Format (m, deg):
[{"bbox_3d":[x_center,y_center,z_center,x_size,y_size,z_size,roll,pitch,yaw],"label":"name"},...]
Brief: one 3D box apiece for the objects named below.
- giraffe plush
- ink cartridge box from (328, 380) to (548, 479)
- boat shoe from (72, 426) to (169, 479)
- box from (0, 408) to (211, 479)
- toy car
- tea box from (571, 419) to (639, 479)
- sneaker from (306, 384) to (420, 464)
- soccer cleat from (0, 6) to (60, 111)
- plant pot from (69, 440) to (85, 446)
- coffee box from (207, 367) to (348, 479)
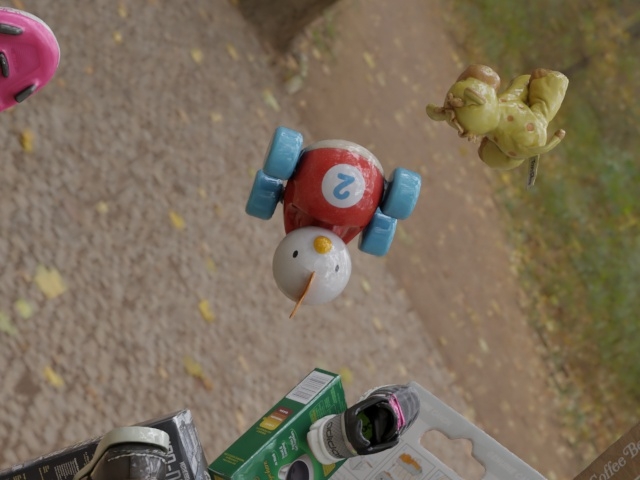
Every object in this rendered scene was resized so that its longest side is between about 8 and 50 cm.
[{"bbox_3d":[0.257,-0.194,2.037,0.170,0.181,0.210,26,42,-19],"label":"giraffe plush"},{"bbox_3d":[0.067,0.375,1.545,0.091,0.385,0.308,53,-11,-33],"label":"ink cartridge box"},{"bbox_3d":[-0.195,0.250,1.292,0.228,0.081,0.069,119,-27,-56],"label":"boat shoe"},{"bbox_3d":[-0.211,0.363,1.442,0.076,0.242,0.307,4,67,-82],"label":"box"},{"bbox_3d":[0.000,0.000,1.886,0.219,0.210,0.238,18,56,-7],"label":"toy car"},{"bbox_3d":[0.433,0.266,1.135,0.329,0.220,0.323,3,46,-51],"label":"tea box"},{"bbox_3d":[0.064,0.193,1.430,0.170,0.074,0.063,-16,88,-49],"label":"sneaker"},{"bbox_3d":[-0.418,-0.167,1.291,0.143,0.331,0.116,-114,-171,-58],"label":"soccer cleat"},{"bbox_3d":[-0.395,0.462,2.104,0.228,0.227,0.207,58,-6,34],"label":"plant pot"},{"bbox_3d":[-0.037,0.231,1.427,0.184,0.040,0.113,-41,132,-36],"label":"coffee box"}]
